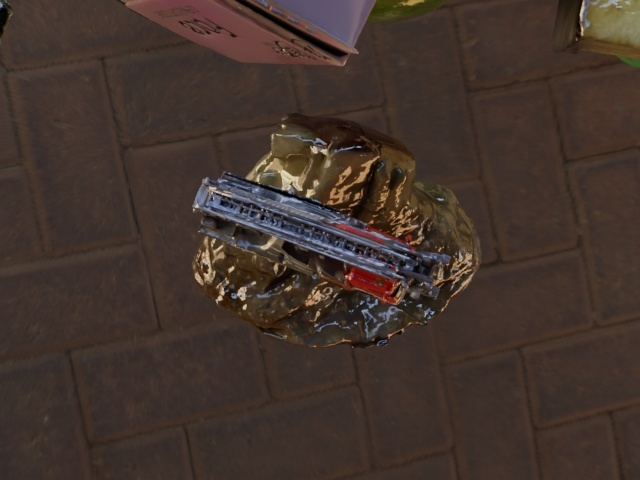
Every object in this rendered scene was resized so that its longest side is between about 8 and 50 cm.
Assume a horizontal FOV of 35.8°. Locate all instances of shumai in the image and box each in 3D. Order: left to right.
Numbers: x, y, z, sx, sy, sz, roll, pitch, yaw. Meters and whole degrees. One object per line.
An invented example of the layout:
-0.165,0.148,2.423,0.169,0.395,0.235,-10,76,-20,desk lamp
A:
0.016,-0.043,1.134,0.346,0.217,0.283,-7,128,-2,shumai

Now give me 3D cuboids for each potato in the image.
0.149,-0.097,0.387,0.103,0.096,0.066,12,103,4,potato

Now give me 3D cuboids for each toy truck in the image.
0.000,0.000,0.317,0.083,0.032,0.024,21,81,12,toy truck

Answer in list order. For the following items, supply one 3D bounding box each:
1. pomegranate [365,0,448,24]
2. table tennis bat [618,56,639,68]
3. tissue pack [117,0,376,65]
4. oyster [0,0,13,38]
0.094,-0.322,0.902,0.302,0.236,0.236,-16,98,-6,pomegranate
0.191,-0.209,0.690,0.039,0.257,0.160,-33,68,3,table tennis bat
0.002,-0.202,0.428,0.092,0.148,0.246,26,90,-24,tissue pack
-0.277,-0.155,0.608,0.177,0.064,0.125,25,65,-39,oyster
